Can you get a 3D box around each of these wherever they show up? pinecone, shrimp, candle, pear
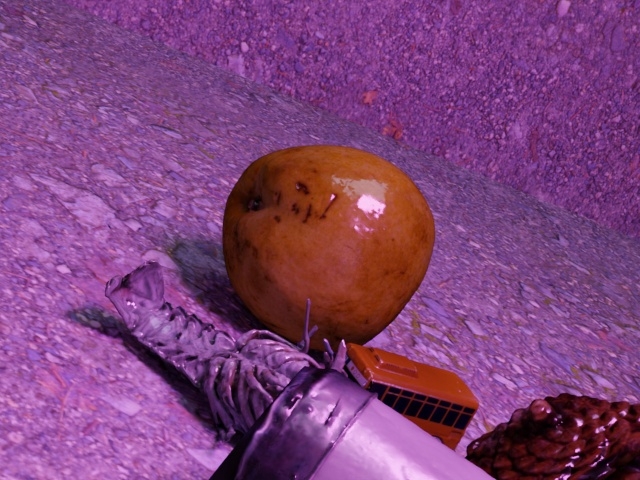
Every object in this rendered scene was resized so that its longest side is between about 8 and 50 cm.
[{"bbox_3d":[0.301,0.308,1.552,0.298,0.242,0.296,-8,-35,40],"label":"pinecone"},{"bbox_3d":[-0.084,0.156,1.579,0.410,0.166,0.221,23,45,30],"label":"shrimp"},{"bbox_3d":[0.060,0.287,1.299,0.342,0.221,0.221,35,17,7],"label":"candle"},{"bbox_3d":[0.000,0.000,1.909,0.304,0.304,0.304,26,17,-8],"label":"pear"}]

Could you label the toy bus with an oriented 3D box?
[{"bbox_3d":[0.101,0.212,1.753,0.201,0.114,0.098,19,18,-30],"label":"toy bus"}]
